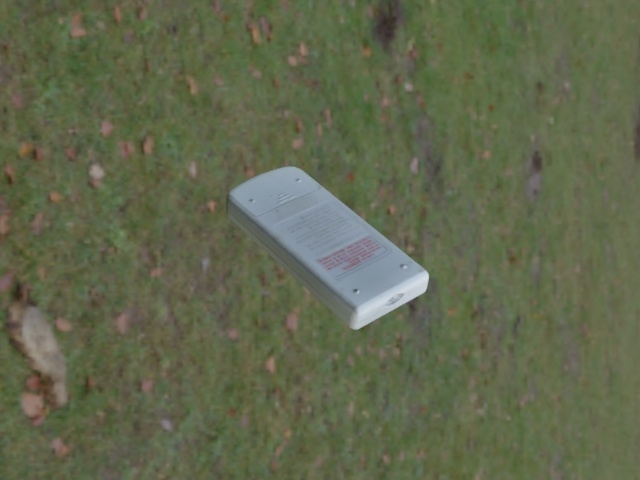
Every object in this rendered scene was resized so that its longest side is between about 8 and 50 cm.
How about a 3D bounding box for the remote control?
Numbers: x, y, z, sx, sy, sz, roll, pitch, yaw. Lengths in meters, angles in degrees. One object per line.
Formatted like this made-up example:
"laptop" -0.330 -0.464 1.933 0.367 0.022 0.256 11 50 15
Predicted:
"remote control" 0.000 0.000 0.900 0.087 0.190 0.029 -26 141 -32
